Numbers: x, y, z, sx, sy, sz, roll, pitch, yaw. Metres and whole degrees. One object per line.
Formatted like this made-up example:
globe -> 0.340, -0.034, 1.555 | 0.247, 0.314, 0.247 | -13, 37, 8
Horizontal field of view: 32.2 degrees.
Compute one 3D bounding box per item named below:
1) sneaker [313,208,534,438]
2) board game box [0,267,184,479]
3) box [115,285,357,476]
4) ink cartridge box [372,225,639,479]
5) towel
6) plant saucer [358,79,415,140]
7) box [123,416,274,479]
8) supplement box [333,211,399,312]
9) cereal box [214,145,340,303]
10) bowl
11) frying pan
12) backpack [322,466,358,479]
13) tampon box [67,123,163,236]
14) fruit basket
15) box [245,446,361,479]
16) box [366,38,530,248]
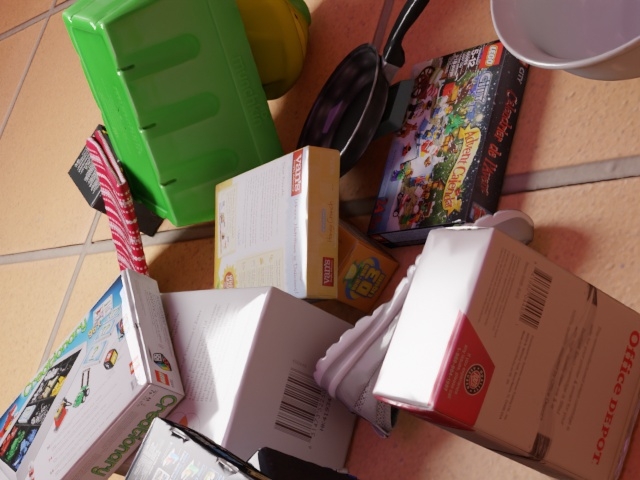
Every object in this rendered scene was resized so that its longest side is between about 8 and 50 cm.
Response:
sneaker -> 0.127, 0.086, 1.149 | 0.281, 0.105, 0.115 | -47, 70, 13
board game box -> -0.283, 0.202, 1.304 | 0.305, 0.053, 0.193 | -47, 38, 21
box -> -0.127, 0.187, 1.311 | 0.345, 0.168, 0.215 | -6, 62, 50
ink cartridge box -> 0.171, 0.102, 0.942 | 0.092, 0.218, 0.158 | 0, 66, 58
towel -> -0.285, -0.002, 1.620 | 0.031, 0.274, 0.199 | -17, 33, -15
plant saucer -> 0.059, -0.153, 1.406 | 0.192, 0.018, 0.067 | -19, 50, 65
box -> -0.119, 0.261, 0.837 | 0.175, 0.051, 0.220 | 14, 76, 56
supplement box -> 0.000, 0.000, 1.364 | 0.078, 0.080, 0.233 | -57, 33, 8
cereal box -> -0.057, -0.004, 1.320 | 0.240, 0.047, 0.173 | -14, 72, 58
bowl -> 0.323, -0.269, 1.088 | 0.298, 0.134, 0.297 | -32, 43, 36
frying pan -> 0.059, -0.204, 1.362 | 0.326, 0.053, 0.197 | -59, 21, 15
backpack -> -0.018, 0.295, 1.087 | 0.158, 0.173, 0.117 | -46, 37, 22
tampon box -> -0.319, -0.100, 1.807 | 0.101, 0.120, 0.161 | -57, 35, 7
fruit basket -> -0.127, -0.240, 1.535 | 0.283, 0.392, 0.392 | 27, 88, 56
box -> -0.028, 0.512, 0.844 | 0.480, 0.297, 0.471 | -49, 38, 17
box -> 0.147, -0.110, 1.278 | 0.159, 0.044, 0.233 | -9, 59, 51
